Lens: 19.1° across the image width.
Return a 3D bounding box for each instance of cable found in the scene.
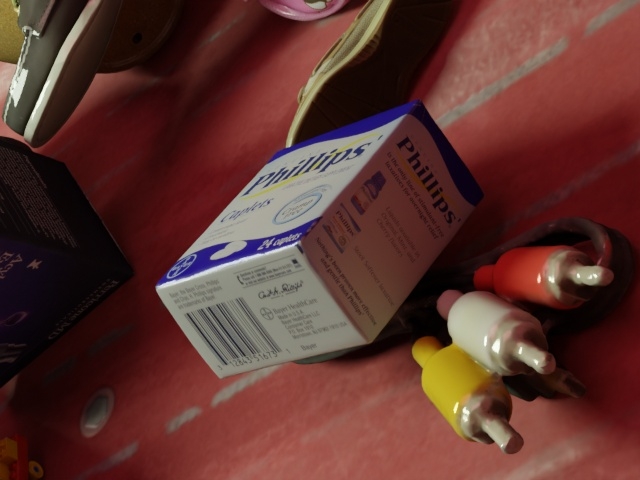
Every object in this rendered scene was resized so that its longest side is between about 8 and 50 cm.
[{"bbox_3d":[0.060,0.027,1.034,0.287,0.072,0.139,19,72,55],"label":"cable"}]

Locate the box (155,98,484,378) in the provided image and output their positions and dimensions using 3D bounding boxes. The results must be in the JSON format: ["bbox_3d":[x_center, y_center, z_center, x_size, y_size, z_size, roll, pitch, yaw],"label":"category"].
[{"bbox_3d":[0.000,0.000,1.052,0.126,0.072,0.137,-17,24,45],"label":"box"}]

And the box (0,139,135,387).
[{"bbox_3d":[-0.249,0.014,1.275,0.153,0.207,0.108,-40,68,14],"label":"box"}]

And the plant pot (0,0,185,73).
[{"bbox_3d":[-0.224,-0.232,1.479,0.254,0.237,0.237,35,91,42],"label":"plant pot"}]

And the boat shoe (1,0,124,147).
[{"bbox_3d":[-0.173,-0.177,1.321,0.227,0.069,0.081,-65,-5,6],"label":"boat shoe"}]

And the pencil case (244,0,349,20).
[{"bbox_3d":[0.017,-0.350,1.319,0.167,0.160,0.386,14,72,25],"label":"pencil case"}]

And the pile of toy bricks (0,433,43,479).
[{"bbox_3d":[-0.241,0.215,1.219,0.118,0.105,0.212,-40,38,23],"label":"pile of toy bricks"}]

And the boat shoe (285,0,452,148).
[{"bbox_3d":[0.025,-0.107,1.202,0.153,0.056,0.048,-59,25,-6],"label":"boat shoe"}]

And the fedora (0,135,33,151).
[{"bbox_3d":[-0.340,-0.047,1.406,0.275,0.244,0.124,-45,64,58],"label":"fedora"}]
